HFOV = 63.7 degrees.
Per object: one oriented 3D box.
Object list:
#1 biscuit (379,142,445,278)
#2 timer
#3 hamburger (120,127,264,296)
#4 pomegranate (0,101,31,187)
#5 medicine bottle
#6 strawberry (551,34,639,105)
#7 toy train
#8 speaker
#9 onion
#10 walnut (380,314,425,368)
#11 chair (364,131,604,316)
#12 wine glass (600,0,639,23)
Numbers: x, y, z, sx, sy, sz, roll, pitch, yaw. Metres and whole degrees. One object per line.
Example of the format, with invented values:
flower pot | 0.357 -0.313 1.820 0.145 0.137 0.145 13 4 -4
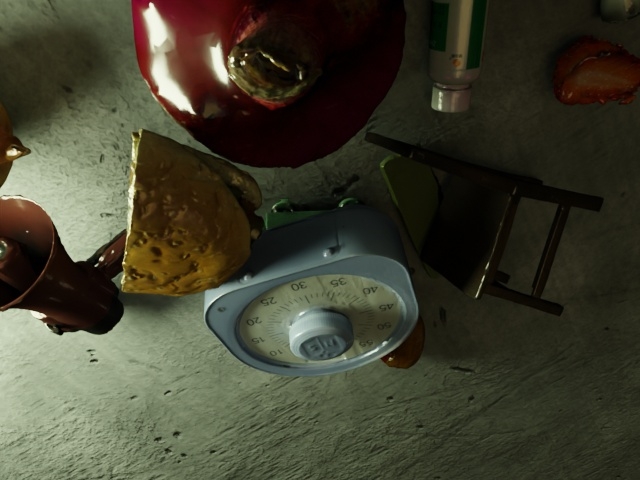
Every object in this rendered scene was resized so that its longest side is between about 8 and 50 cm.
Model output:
biscuit | 0.216 -0.052 1.062 0.099 0.038 0.322 -30 123 0
timer | 0.001 0.134 0.971 0.395 0.173 0.395 -5 136 -5
hamburger | -0.192 -0.021 0.795 0.209 0.162 0.330 5 145 -16
pomegranate | -0.571 -0.154 0.776 0.207 0.207 0.207 -5 122 -8
medicine bottle | 0.228 -0.348 0.854 0.095 0.095 0.260 -6 120 -7
strawberry | 0.507 -0.307 0.947 0.188 0.082 0.121 5 140 -24
toy train | 0.000 0.000 1.028 0.253 0.105 0.157 -5 135 -6
speaker | -0.447 0.036 0.908 0.198 0.259 0.329 14 166 14
onion | -0.047 -0.264 0.667 0.399 0.420 0.398 -8 119 -15
walnut | 0.183 0.229 1.195 0.116 0.115 0.207 -10 129 -4
chair | 0.268 -0.026 0.954 0.416 0.203 0.240 10 107 -22
wine glass | 0.494 -0.449 0.856 0.072 0.072 0.155 -26 121 6
